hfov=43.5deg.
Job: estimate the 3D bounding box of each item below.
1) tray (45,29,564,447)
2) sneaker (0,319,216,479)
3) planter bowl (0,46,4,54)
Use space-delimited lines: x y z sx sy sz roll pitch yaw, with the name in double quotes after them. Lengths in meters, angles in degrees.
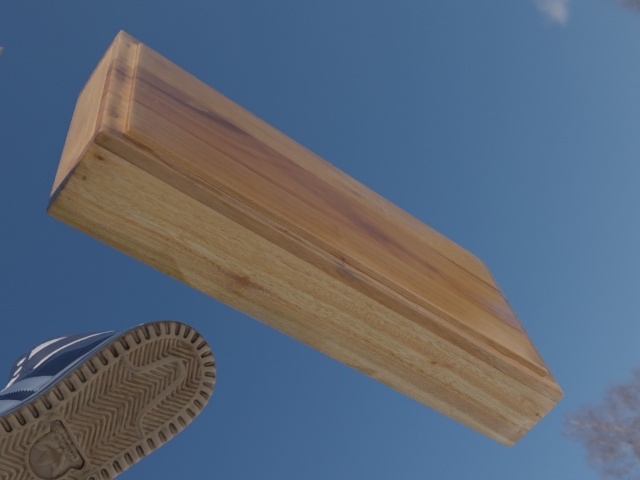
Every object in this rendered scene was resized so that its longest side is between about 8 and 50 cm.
0.000 0.000 0.644 0.411 0.203 0.076 29 -68 -24 "tray"
-0.216 0.139 0.524 0.282 0.153 0.099 -26 -82 -33 "sneaker"
-0.251 -0.029 0.380 0.090 0.217 0.217 34 -110 -24 "planter bowl"
